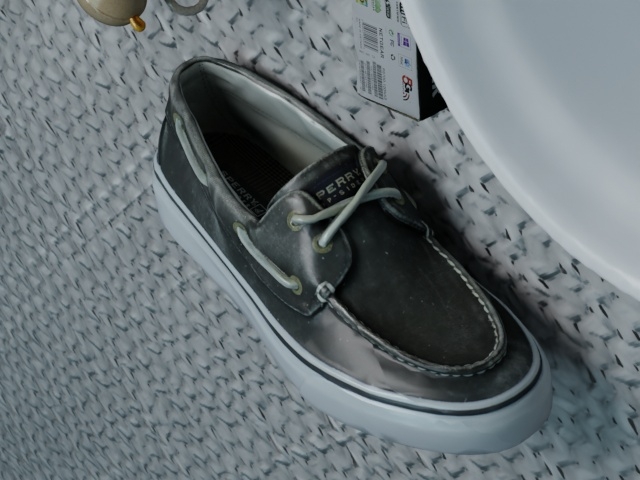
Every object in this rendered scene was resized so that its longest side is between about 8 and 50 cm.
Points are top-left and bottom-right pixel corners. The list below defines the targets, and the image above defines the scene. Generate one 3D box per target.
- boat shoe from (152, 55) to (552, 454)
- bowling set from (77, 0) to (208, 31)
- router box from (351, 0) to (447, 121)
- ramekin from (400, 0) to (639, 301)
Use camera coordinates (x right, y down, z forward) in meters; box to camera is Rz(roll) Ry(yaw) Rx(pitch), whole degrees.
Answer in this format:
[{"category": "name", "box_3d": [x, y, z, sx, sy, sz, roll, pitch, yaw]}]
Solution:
[{"category": "boat shoe", "box_3d": [0.000, 0.000, 0.936, 0.335, 0.121, 0.119, 36, 144, 36]}, {"category": "bowling set", "box_3d": [-0.184, -0.225, 0.980, 0.287, 0.154, 0.200, 58, 147, 4]}, {"category": "router box", "box_3d": [0.071, -0.160, 0.704, 0.046, 0.133, 0.179, 28, 136, 40]}, {"category": "ramekin", "box_3d": [0.157, -0.113, 0.537, 0.277, 0.135, 0.277, 37, 143, 34]}]
